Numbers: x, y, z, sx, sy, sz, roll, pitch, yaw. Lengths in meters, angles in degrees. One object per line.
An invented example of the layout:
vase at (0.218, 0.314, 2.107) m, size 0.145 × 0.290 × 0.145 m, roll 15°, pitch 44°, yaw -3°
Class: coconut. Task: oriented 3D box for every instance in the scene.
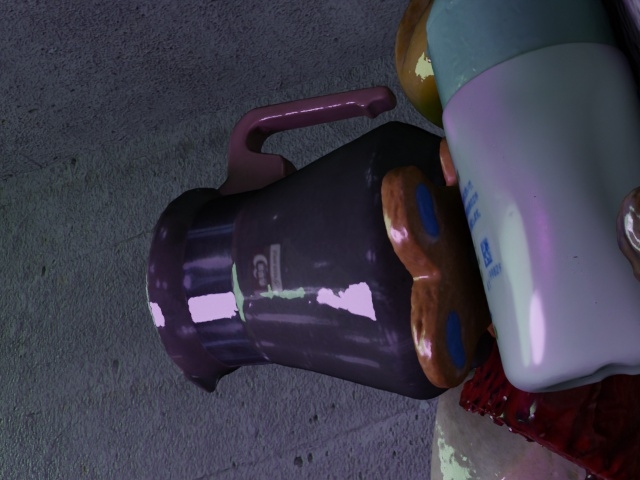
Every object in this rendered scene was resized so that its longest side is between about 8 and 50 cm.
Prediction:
coconut at (0.385, 0.410, 1.367) m, size 0.415 × 0.344 × 0.415 m, roll 43°, pitch -170°, yaw -10°

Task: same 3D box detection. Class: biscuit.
biscuit at (0.154, -0.004, 0.676) m, size 0.324 × 0.049 × 0.206 m, roll -17°, pitch -88°, yaw -59°

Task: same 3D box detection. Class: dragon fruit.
dragon fruit at (0.249, 0.166, 0.761) m, size 0.302 × 0.240 × 0.330 m, roll 58°, pitch -161°, yaw 10°

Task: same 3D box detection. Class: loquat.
loquat at (0.183, -0.223, 0.827) m, size 0.213 × 0.213 × 0.213 m, roll -15°, pitch -90°, yaw -76°

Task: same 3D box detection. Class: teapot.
teapot at (0.000, 0.000, 0.846) m, size 0.305 × 0.361 × 0.376 m, roll 37°, pitch -131°, yaw -61°

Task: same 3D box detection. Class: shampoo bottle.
shampoo bottle at (0.179, -0.067, 0.559) m, size 0.222 × 0.151 × 0.350 m, roll 25°, pitch -130°, yaw -61°

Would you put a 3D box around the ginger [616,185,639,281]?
ginger at (0.221, 0.096, 0.368) m, size 0.122 × 0.084 × 0.290 m, roll -51°, pitch -56°, yaw -46°
